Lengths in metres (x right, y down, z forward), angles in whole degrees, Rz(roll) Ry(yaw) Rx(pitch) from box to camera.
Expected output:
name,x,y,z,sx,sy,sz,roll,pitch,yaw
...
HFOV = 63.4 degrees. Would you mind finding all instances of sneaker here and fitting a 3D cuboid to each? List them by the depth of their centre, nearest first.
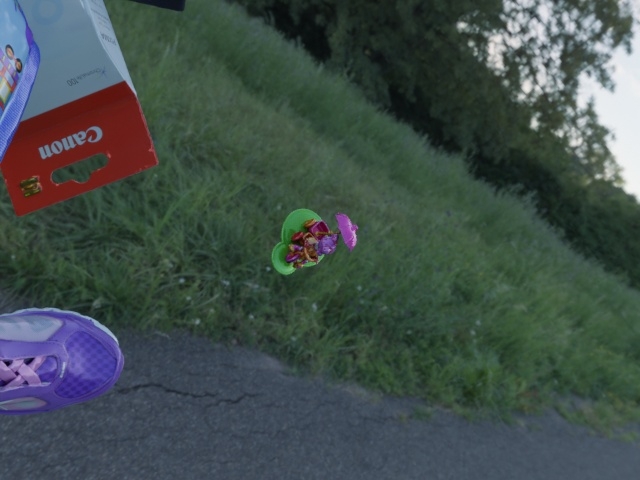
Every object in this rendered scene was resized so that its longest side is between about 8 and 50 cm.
name,x,y,z,sx,sy,sz,roll,pitch,yaw
sneaker,-0.265,0.097,0.398,0.236,0.104,0.095,17,83,-39

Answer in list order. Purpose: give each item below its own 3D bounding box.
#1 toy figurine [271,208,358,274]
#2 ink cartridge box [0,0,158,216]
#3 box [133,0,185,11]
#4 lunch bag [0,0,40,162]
name,x,y,z,sx,sy,sz,roll,pitch,yaw
toy figurine,0.000,0.000,1.081,0.173,0.159,0.130,-45,112,-33
ink cartridge box,-0.498,-0.268,0.913,0.091,0.307,0.386,-38,109,-83
box,-0.375,-0.835,1.035,0.297,0.471,0.481,6,73,-22
lunch bag,-0.212,-0.078,0.177,0.221,0.138,0.294,87,19,-61
